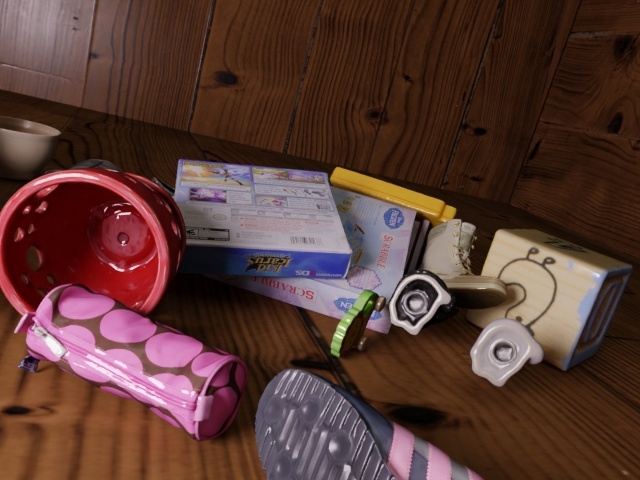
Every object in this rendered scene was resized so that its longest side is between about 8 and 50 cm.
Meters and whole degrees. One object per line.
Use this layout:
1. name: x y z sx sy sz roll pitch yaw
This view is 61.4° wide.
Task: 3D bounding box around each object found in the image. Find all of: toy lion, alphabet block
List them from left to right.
1. toy lion: 0.048 0.114 0.743 0.034 0.100 0.096 24 -2 23
2. alphabet block: 0.422 0.098 0.998 0.197 0.192 0.193 26 16 39

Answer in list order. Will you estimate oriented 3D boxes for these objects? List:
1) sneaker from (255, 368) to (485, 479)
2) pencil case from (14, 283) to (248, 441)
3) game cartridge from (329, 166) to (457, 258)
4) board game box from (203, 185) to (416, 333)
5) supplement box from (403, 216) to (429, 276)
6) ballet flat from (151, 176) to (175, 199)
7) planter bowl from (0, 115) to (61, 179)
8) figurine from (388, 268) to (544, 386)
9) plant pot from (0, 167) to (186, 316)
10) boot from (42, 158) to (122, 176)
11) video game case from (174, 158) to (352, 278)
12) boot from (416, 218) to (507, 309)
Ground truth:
1. sneaker: 0.076 0.214 0.425 0.319 0.112 0.131 32 5 41
2. pencil case: -0.177 0.116 0.515 0.209 0.095 0.098 19 -11 13
3. game cartridge: 0.186 -0.045 1.276 0.285 0.053 0.324 21 -12 23
4. board game box: 0.000 0.000 0.980 0.317 0.066 0.319 17 35 6
5. supplement box: 0.097 -0.008 1.153 0.239 0.130 0.073 18 -17 9
6. ballet flat: -0.319 -0.104 1.262 0.173 0.049 0.057 14 15 -5
7. planter bowl: -0.642 -0.191 1.136 0.162 0.109 0.162 14 14 -4
8. figurine: 0.226 0.130 0.825 0.214 0.092 0.209 30 4 21
9. plant pot: -0.258 0.003 0.657 0.191 0.191 0.174 15 11 -3
10. boot: -0.478 -0.128 1.176 0.189 0.076 0.208 17 8 -3
11. video game case: -0.104 -0.039 0.888 0.269 0.061 0.244 4 37 -13
12. boot: 0.256 0.038 0.977 0.077 0.165 0.213 39 -25 -27
